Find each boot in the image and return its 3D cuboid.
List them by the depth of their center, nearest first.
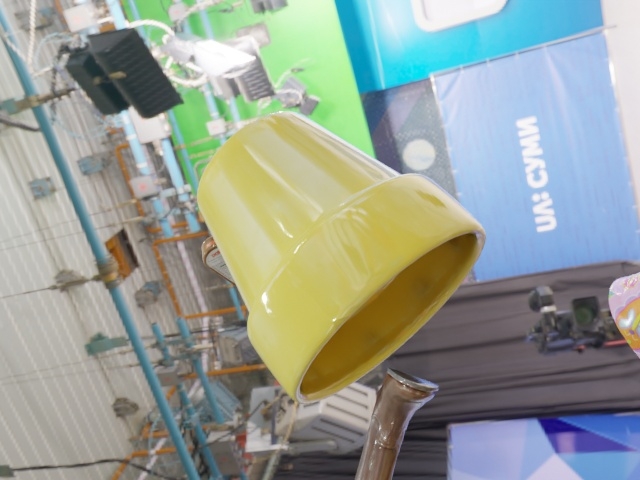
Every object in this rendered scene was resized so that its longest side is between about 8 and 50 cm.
[{"bbox_3d":[0.044,0.148,0.416,0.106,0.037,0.114,80,-150,-75],"label":"boot"}]

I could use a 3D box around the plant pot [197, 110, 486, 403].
[{"bbox_3d":[0.000,0.000,0.647,0.239,0.254,0.254,47,-177,23],"label":"plant pot"}]

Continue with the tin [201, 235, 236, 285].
[{"bbox_3d":[-0.175,0.046,1.313,0.189,0.106,0.040,43,-154,-48],"label":"tin"}]

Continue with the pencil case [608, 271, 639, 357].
[{"bbox_3d":[0.463,0.042,0.663,0.284,0.124,0.124,-47,38,50],"label":"pencil case"}]
